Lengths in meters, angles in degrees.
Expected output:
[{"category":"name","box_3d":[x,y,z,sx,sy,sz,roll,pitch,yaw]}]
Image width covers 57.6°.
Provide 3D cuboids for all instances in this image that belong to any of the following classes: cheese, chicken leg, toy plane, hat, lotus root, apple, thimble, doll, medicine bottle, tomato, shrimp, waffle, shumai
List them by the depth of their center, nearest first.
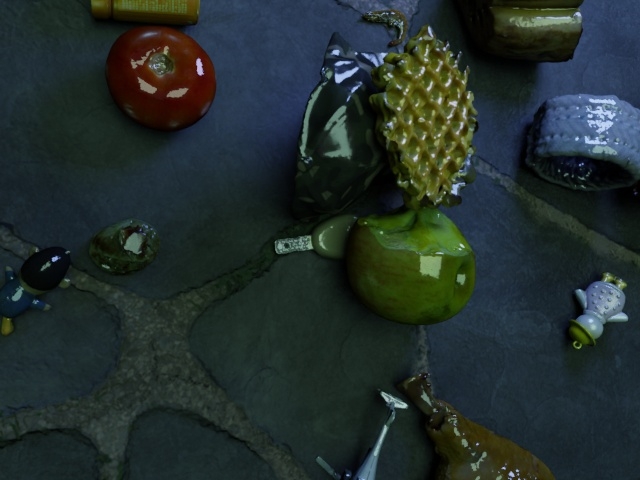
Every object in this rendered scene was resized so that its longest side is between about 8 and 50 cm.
[{"category":"doll","box_3d":[-0.488,0.075,0.984,0.179,0.089,0.102,-41,98,6]},{"category":"waffle","box_3d":[0.190,-0.199,1.028,0.329,0.062,0.329,-6,98,-47]},{"category":"shumai","box_3d":[-0.345,0.010,1.032,0.123,0.087,0.099,-27,95,-18]},{"category":"tomato","box_3d":[-0.288,-0.291,1.058,0.195,0.136,0.195,2,82,-16]},{"category":"medicine bottle","box_3d":[-0.326,-0.456,1.084,0.191,0.096,0.096,-3,85,-18]},{"category":"hat","box_3d":[0.125,-0.183,1.089,0.381,0.257,0.366,-2,125,-11]},{"category":"toy plane","box_3d":[0.100,0.440,1.114,0.182,0.107,0.273,43,86,3]},{"category":"apple","box_3d":[0.180,0.043,1.118,0.246,0.226,0.246,-13,111,-36]},{"category":"chicken leg","box_3d":[0.272,0.462,1.169,0.295,0.182,0.409,-40,89,-2]},{"category":"cheese","box_3d":[0.000,0.000,1.175,0.192,0.037,0.097,-8,86,-20]},{"category":"lotus root","box_3d":[0.444,-0.528,1.259,0.249,0.316,0.316,-10,87,-4]},{"category":"shrimp","box_3d":[0.144,-0.470,1.283,0.114,0.023,0.083,-3,88,-23]},{"category":"thimble","box_3d":[0.599,-0.221,1.315,0.245,0.217,0.157,12,76,2]},{"category":"doll","box_3d":[0.642,0.166,1.352,0.129,0.081,0.207,33,76,17]}]

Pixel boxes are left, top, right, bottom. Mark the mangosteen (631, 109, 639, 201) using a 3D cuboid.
[{"category":"mangosteen","box_3d":[0.859,-0.204,1.349,0.297,0.297,0.293,47,32,-9]}]
